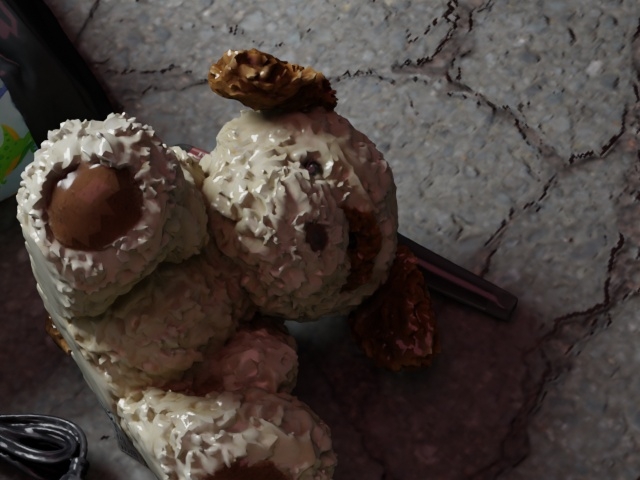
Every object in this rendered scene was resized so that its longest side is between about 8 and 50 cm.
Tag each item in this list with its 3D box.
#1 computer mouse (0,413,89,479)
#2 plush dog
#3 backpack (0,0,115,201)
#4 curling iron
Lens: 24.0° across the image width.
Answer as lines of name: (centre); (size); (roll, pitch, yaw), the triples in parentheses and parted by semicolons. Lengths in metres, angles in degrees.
computer mouse: (-0.245, 0.198, 0.898); (0.184, 0.060, 0.262); (9, 42, 16)
plush dog: (-0.050, 0.012, 0.919); (0.225, 0.210, 0.262); (-31, 104, -16)
backpack: (-0.363, -0.091, 0.995); (0.356, 0.273, 0.290); (-35, 75, 4)
curling iron: (0.000, 0.000, 1.003); (0.274, 0.035, 0.068); (19, 88, 11)
